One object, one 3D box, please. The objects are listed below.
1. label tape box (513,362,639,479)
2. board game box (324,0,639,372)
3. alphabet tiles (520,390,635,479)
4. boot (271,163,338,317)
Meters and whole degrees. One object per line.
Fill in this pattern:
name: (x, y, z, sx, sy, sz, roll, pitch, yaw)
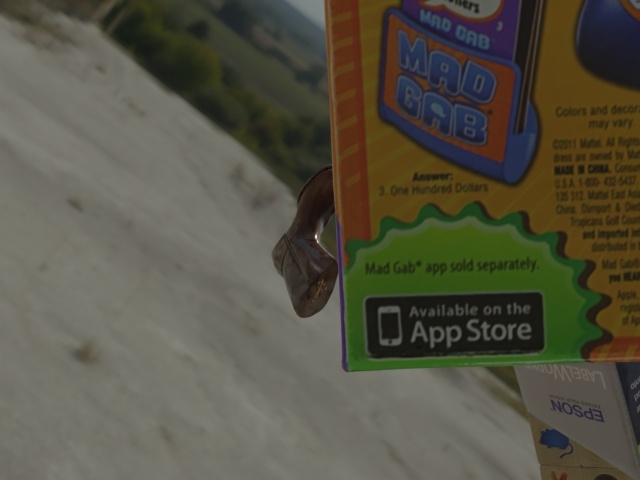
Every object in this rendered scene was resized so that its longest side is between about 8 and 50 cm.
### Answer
label tape box: (0.253, 0.026, 1.189, 0.115, 0.249, 0.348, 10, -52, 45)
board game box: (0.193, -0.144, 0.769, 0.356, 0.356, 0.356, -2, 6, 7)
alphabet tiles: (0.345, 0.237, 1.598, 0.285, 0.342, 0.011, -7, 11, 45)
boot: (0.000, 0.000, 1.245, 0.037, 0.106, 0.114, 23, 14, -18)
